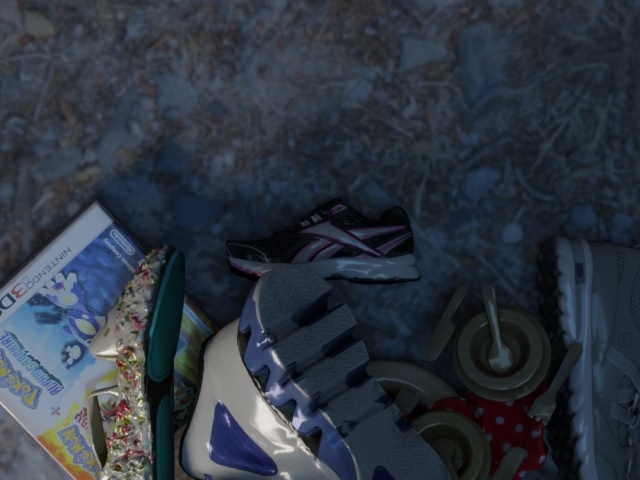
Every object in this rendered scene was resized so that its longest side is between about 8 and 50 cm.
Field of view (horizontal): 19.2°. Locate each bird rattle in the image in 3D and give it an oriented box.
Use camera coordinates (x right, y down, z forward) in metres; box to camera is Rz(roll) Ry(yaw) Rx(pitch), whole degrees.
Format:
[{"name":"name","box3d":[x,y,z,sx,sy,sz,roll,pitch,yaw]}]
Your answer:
[{"name":"bird rattle","box3d":[0.083,0.193,1.694,0.207,0.143,0.253,33,88,5]}]

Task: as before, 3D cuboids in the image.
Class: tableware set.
[{"name":"tableware set","box3d":[0.132,0.140,1.645,0.128,0.039,0.194,27,75,16]}]

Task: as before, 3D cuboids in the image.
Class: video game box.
[{"name":"video game box","box3d":[-0.198,0.097,1.676,0.187,0.048,0.205,-43,101,0]}]

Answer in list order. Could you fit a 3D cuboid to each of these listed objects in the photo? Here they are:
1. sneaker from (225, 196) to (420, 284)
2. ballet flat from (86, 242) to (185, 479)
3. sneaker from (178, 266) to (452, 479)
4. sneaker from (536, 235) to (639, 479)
[{"name":"sneaker","box3d":[0.000,0.000,1.692,0.178,0.072,0.077,1,85,-17]},{"name":"ballet flat","box3d":[-0.163,0.121,1.622,0.077,0.091,0.241,4,93,12]},{"name":"sneaker","box3d":[-0.013,0.191,1.619,0.127,0.182,0.315,-22,84,-44]},{"name":"sneaker","box3d":[0.270,0.133,1.721,0.115,0.105,0.281,-5,97,-8]}]
